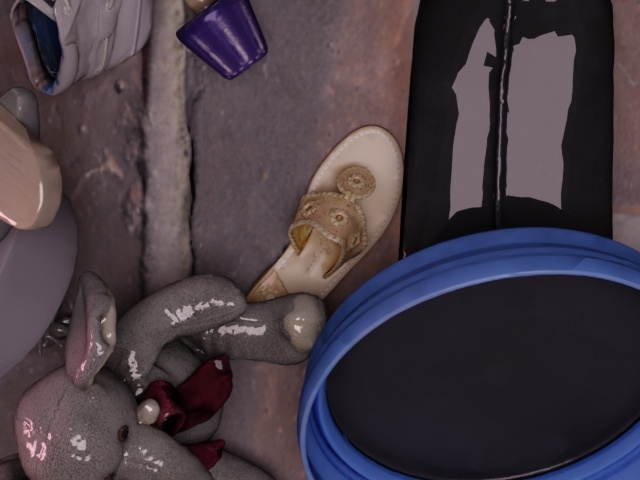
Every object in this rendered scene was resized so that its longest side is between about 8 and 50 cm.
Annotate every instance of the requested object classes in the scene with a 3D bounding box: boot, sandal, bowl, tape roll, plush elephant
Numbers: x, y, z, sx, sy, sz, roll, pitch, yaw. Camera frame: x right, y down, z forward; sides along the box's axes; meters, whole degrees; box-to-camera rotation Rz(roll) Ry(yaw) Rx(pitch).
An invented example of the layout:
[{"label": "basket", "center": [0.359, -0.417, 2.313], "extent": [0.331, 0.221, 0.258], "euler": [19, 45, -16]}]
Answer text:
[{"label": "boot", "center": [0.256, -0.137, 1.707], "extent": [0.367, 0.146, 0.445], "euler": [6, 96, 15]}, {"label": "sandal", "center": [0.006, 0.004, 1.774], "extent": [0.088, 0.079, 0.240], "euler": [34, 97, -7]}, {"label": "boot", "center": [-0.209, -0.242, 1.643], "extent": [0.095, 0.123, 0.258], "euler": [29, 139, 25]}, {"label": "bowl", "center": [0.171, 0.141, 1.714], "extent": [0.391, 0.077, 0.391], "euler": [-4, 134, -4]}, {"label": "tape roll", "center": [-0.319, 0.031, 1.694], "extent": [0.072, 0.219, 0.219], "euler": [35, 98, -38]}, {"label": "plush elephant", "center": [-0.170, 0.163, 1.693], "extent": [0.330, 0.255, 0.272], "euler": [21, 111, -1]}]

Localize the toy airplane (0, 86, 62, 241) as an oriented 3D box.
[{"label": "toy airplane", "center": [-0.392, -0.136, 1.610], "extent": [0.384, 0.272, 0.386], "euler": [-17, 65, 20]}]

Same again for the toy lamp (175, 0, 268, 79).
[{"label": "toy lamp", "center": [-0.146, -0.271, 1.723], "extent": [0.080, 0.080, 0.274], "euler": [-35, 97, 4]}]
